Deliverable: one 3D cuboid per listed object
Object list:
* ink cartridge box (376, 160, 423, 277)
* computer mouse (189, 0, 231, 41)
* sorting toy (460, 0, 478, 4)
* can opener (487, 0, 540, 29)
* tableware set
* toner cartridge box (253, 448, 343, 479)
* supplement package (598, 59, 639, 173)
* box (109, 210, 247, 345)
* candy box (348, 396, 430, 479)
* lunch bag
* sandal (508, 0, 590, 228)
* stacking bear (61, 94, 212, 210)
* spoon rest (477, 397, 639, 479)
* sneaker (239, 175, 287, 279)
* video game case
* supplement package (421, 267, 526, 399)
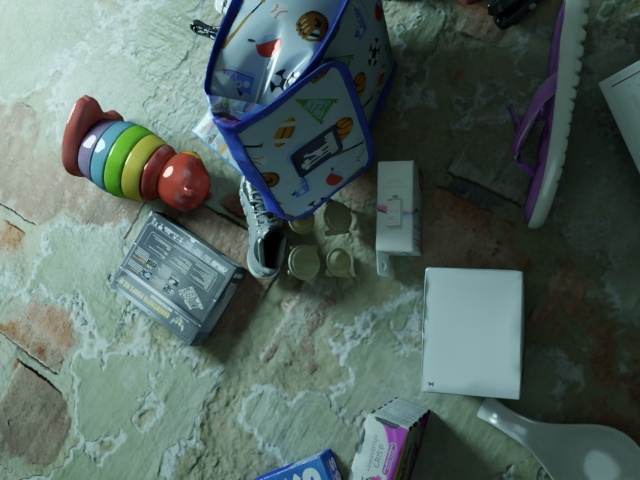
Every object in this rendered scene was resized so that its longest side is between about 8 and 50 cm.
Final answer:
[{"bbox_3d":[0.143,-0.034,1.195,0.067,0.115,0.198,1,85,17],"label":"ink cartridge box"},{"bbox_3d":[-0.191,-0.508,1.392,0.106,0.042,0.193,25,92,20],"label":"computer mouse"},{"bbox_3d":[0.300,-0.471,1.238,0.102,0.042,0.061,-11,96,4],"label":"sorting toy"},{"bbox_3d":[0.383,-0.449,1.197,0.186,0.073,0.059,-37,66,1],"label":"can opener"},{"bbox_3d":[0.000,0.000,1.238,0.020,0.141,0.169,-19,70,57],"label":"tableware set"},{"bbox_3d":[0.004,0.571,1.191,0.165,0.075,0.348,-27,77,14],"label":"toner cartridge box"},{"bbox_3d":[0.565,-0.166,1.045,0.139,0.134,0.244,-28,75,39],"label":"supplement package"},{"bbox_3d":[-0.289,0.075,1.350,0.231,0.056,0.183,32,95,19],"label":"box"},{"bbox_3d":[0.113,0.355,1.097,0.071,0.233,0.159,16,89,19],"label":"candy box"},{"bbox_3d":[-0.025,-0.259,1.120,0.238,0.328,0.386,16,70,21],"label":"lunch bag"},{"bbox_3d":[0.368,-0.216,1.124,0.102,0.169,0.416,11,75,16],"label":"sandal"},{"bbox_3d":[-0.355,-0.153,1.351,0.289,0.175,0.164,23,89,11],"label":"stacking bear"},{"bbox_3d":[0.389,0.337,1.091,0.276,0.084,0.137,26,92,19],"label":"spoon rest"},{"bbox_3d":[-0.096,-0.042,1.255,0.086,0.132,0.229,-6,88,-15],"label":"sneaker"},{"bbox_3d":[-0.171,-0.220,1.368,0.166,0.015,0.119,41,97,17],"label":"video game case"},{"bbox_3d":[0.256,0.147,1.092,0.149,0.203,0.194,1,85,18],"label":"supplement package"}]
